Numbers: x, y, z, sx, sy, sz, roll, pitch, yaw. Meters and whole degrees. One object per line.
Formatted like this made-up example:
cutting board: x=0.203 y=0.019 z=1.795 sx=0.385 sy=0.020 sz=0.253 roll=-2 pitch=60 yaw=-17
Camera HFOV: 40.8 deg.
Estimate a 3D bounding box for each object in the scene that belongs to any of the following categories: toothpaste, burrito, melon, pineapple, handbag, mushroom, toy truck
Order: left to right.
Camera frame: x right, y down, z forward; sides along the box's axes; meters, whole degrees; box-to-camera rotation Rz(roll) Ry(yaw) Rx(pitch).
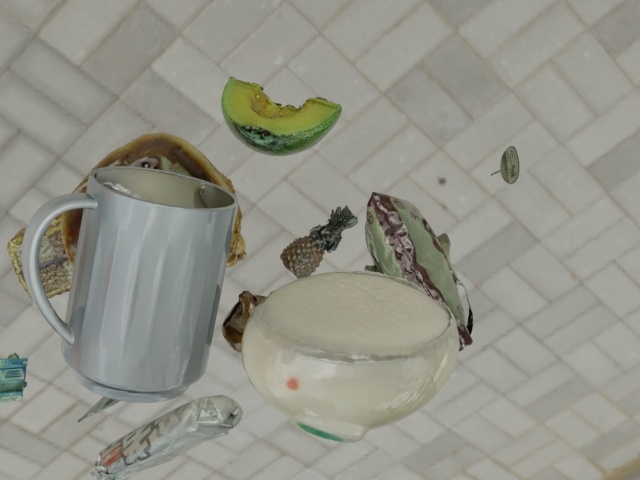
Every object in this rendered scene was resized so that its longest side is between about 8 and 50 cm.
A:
toy truck: x=-0.554 y=0.222 z=1.393 sx=0.175 sy=0.081 sz=0.067 roll=-3 pitch=174 yaw=32
toothpaste: x=-0.353 y=0.266 z=1.629 sx=0.067 sy=0.255 sz=0.037 roll=-29 pitch=95 yaw=43
burrito: x=-0.383 y=0.469 z=1.974 sx=0.445 sy=0.101 sz=0.139 roll=-29 pitch=161 yaw=21
mushroom: x=-0.119 y=0.148 z=1.523 sx=0.109 sy=0.126 sz=0.085 roll=46 pitch=138 yaw=1
melon: x=-0.105 y=-0.237 z=1.852 sx=0.265 sy=0.169 sz=0.129 roll=17 pitch=133 yaw=12
pineapple: x=0.000 y=0.000 z=1.583 sx=0.159 sy=0.074 sz=0.074 roll=-42 pitch=123 yaw=1
handbag: x=0.130 y=0.038 z=1.207 sx=0.127 sy=0.213 sz=0.235 roll=-29 pitch=89 yaw=-1

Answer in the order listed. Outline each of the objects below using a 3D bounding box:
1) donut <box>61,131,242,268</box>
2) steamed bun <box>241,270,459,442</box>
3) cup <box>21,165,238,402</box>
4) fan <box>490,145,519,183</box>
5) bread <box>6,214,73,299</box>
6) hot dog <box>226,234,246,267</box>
donut: x=-0.310 y=-0.041 z=1.610 sx=0.329 sy=0.160 sz=0.330 roll=-1 pitch=86 yaw=10
steamed bun: x=0.027 y=0.118 z=0.862 sx=0.228 sy=0.177 sz=0.131 roll=-8 pitch=119 yaw=-39
cup: x=-0.306 y=0.067 z=1.340 sx=0.322 sy=0.237 sz=0.327 roll=3 pitch=108 yaw=-36
fan: x=0.303 y=-0.113 z=1.397 sx=0.003 sy=0.060 sz=0.080 roll=0 pitch=140 yaw=-21
bread: x=-0.587 y=0.026 z=1.945 sx=0.222 sy=0.096 sz=0.182 roll=-20 pitch=108 yaw=4
hot dog: x=-0.243 y=-0.037 z=1.731 sx=0.249 sy=0.076 sz=0.102 roll=34 pitch=117 yaw=21
